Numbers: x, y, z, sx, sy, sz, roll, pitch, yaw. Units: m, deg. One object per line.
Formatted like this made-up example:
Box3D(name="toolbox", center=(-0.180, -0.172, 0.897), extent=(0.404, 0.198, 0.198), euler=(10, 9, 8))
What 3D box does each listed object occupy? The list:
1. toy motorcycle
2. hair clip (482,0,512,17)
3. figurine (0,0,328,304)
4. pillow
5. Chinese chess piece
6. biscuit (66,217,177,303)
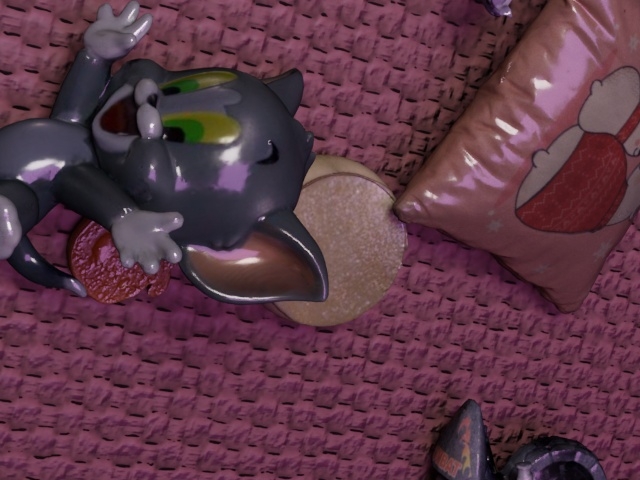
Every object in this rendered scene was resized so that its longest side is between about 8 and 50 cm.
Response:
Box3D(name="toy motorcycle", center=(0.108, 0.281, 1.131), extent=(0.173, 0.108, 0.307), euler=(21, 96, -25))
Box3D(name="hair clip", center=(0.188, -0.270, 0.964), extent=(0.278, 0.090, 0.137), euler=(-40, 149, -7))
Box3D(name="figurine", center=(-0.126, -0.028, 0.877), extent=(0.265, 0.193, 0.140), euler=(-22, 140, 2))
Box3D(name="pillow", center=(0.182, -0.072, 1.035), extent=(0.223, 0.084, 0.236), euler=(23, 103, -44))
Box3D(name="Chinese chess piece", center=(0.000, 0.000, 1.008), extent=(0.122, 0.051, 0.122), euler=(-10, 112, -25))
Box3D(name="biscuit", center=(-0.125, 0.004, 0.968), extent=(0.091, 0.015, 0.078), euler=(-33, 121, -11))
